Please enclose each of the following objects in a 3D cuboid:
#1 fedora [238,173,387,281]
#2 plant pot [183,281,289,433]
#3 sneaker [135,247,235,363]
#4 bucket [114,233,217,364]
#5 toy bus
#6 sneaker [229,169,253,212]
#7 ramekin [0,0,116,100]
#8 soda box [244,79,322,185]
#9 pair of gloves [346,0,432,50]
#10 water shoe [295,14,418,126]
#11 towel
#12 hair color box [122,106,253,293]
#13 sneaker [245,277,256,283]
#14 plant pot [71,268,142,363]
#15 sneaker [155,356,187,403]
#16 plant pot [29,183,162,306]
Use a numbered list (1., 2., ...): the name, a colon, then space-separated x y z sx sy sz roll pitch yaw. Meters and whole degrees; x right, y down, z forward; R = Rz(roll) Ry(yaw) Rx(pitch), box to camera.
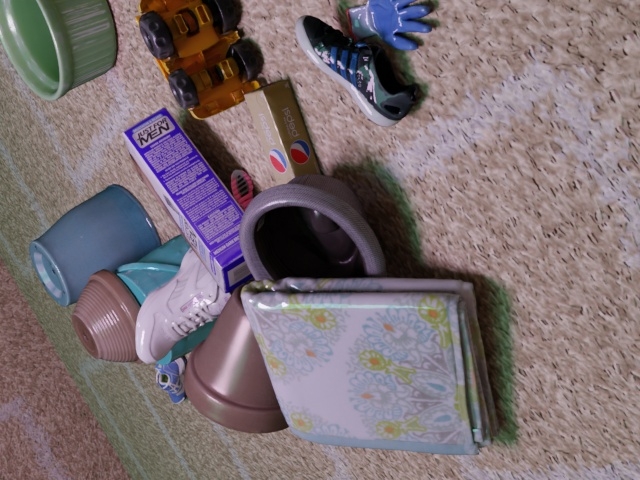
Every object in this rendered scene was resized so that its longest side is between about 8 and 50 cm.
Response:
1. fedora: 0.000 0.000 1.286 0.244 0.124 0.275 -9 125 30
2. plant pot: -0.123 0.215 1.579 0.263 0.263 0.229 36 122 32
3. sneaker: -0.267 0.131 1.638 0.152 0.305 0.114 27 167 34
4. bucket: -0.345 0.141 1.839 0.281 0.183 0.281 33 139 35
5. toy bus: -0.226 -0.322 1.369 0.220 0.149 0.211 65 160 -13
6. sneaker: -0.152 -0.081 1.540 0.057 0.047 0.119 15 127 62
7. ramekin: -0.569 -0.466 1.691 0.303 0.148 0.303 33 139 35
8. soda box: -0.061 -0.173 1.327 0.061 0.058 0.181 2 118 53
9. pair of gloves: 0.076 -0.346 1.041 0.159 0.023 0.198 11 125 49
10. water shoe: 0.055 -0.253 1.103 0.203 0.073 0.080 45 133 -2
11. towel: 0.083 0.198 1.270 0.375 0.090 0.320 -1 122 22
12. hair color box: -0.247 -0.075 1.562 0.339 0.110 0.185 54 165 14
13. sneaker: -0.149 0.090 1.672 0.083 0.037 0.032 44 146 25
14. plant pot: -0.491 0.193 1.810 0.237 0.110 0.237 33 138 36
15. sneaker: -0.428 0.395 2.245 0.080 0.081 0.211 34 141 31
16. plant pot: -0.576 0.033 1.998 0.272 0.255 0.271 33 140 34
